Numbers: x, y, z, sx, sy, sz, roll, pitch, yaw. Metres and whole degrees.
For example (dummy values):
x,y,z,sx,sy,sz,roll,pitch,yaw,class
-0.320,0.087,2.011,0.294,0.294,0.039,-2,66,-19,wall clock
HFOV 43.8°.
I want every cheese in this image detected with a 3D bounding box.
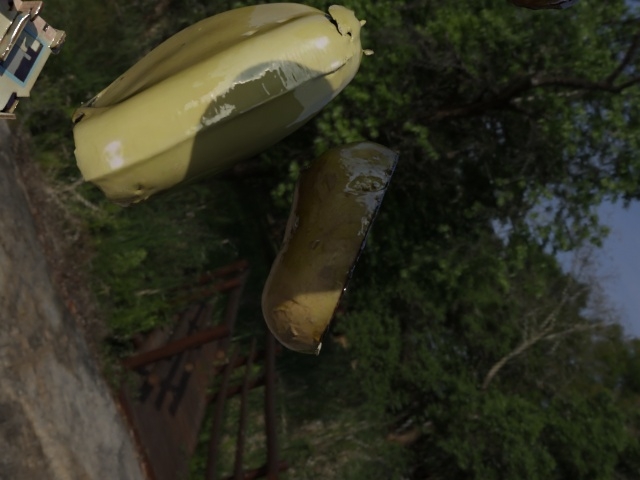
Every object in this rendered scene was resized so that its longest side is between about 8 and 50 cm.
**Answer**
x,y,z,sx,sy,sz,roll,pitch,yaw,class
-0.095,-0.151,0.813,0.128,0.316,0.259,64,-7,-28,cheese

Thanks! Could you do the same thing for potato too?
x,y,z,sx,sy,sz,roll,pitch,yaw,class
0.000,0.000,0.713,0.164,0.081,0.200,106,4,-78,potato

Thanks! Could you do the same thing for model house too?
x,y,z,sx,sy,sz,roll,pitch,yaw,class
-0.531,-0.279,1.070,0.169,0.244,0.326,15,-18,37,model house

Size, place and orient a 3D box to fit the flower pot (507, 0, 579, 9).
x,y,z,sx,sy,sz,roll,pitch,yaw,class
0.145,-0.220,0.380,0.173,0.190,0.191,18,-53,69,flower pot
